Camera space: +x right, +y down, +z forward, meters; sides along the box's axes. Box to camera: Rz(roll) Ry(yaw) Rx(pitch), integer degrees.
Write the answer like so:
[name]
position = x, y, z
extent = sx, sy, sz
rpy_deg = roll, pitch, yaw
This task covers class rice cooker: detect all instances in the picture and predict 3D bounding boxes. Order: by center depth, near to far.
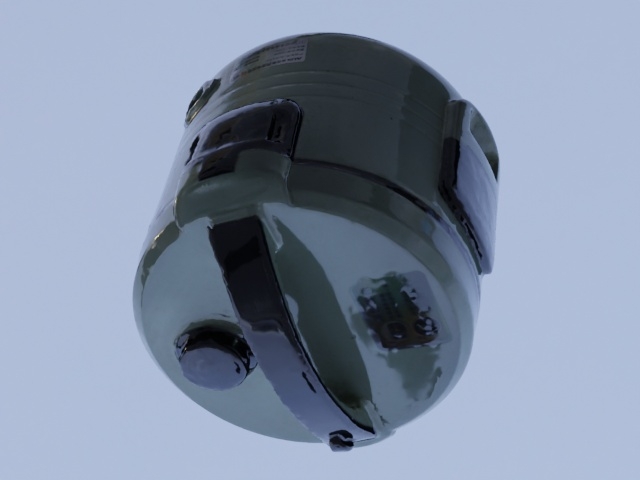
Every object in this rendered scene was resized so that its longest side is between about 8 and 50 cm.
[rice cooker]
position = 0.000, 0.000, 1.018
extent = 0.226, 0.226, 0.244
rpy_deg = 3, -140, 12
